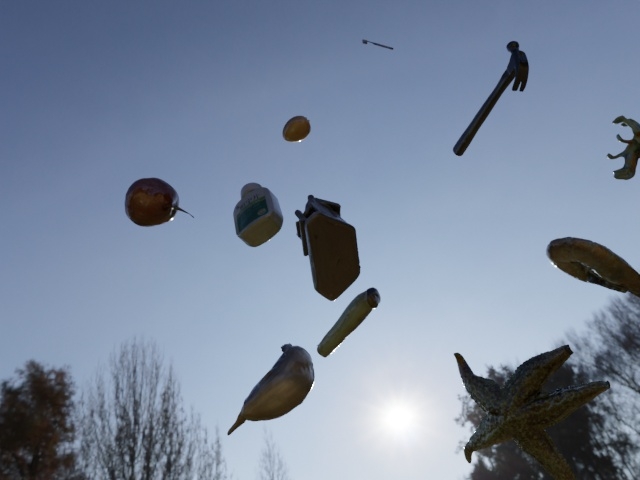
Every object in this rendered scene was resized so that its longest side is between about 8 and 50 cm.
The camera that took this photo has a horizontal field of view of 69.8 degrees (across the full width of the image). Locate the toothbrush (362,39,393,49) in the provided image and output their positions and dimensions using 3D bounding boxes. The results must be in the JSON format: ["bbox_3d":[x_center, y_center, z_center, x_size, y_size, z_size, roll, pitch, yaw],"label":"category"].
[{"bbox_3d":[0.129,-0.445,1.044,0.006,0.097,0.008,-35,-43,-23],"label":"toothbrush"}]

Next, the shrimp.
[{"bbox_3d":[0.768,0.086,1.261,0.317,0.077,0.168,33,-21,-3],"label":"shrimp"}]

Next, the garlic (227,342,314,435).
[{"bbox_3d":[-0.052,0.201,0.621,0.066,0.152,0.084,33,-54,12],"label":"garlic"}]

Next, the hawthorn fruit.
[{"bbox_3d":[-0.462,-0.114,1.294,0.188,0.149,0.149,-13,-39,24],"label":"hawthorn fruit"}]

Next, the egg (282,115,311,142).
[{"bbox_3d":[-0.079,-0.358,1.484,0.096,0.080,0.080,-29,-40,-15],"label":"egg"}]

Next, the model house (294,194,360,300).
[{"bbox_3d":[0.008,0.000,1.057,0.122,0.188,0.230,-17,-59,-10],"label":"model house"}]

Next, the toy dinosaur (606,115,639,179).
[{"bbox_3d":[0.569,-0.176,0.790,0.187,0.106,0.044,-22,-24,-8],"label":"toy dinosaur"}]

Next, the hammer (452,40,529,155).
[{"bbox_3d":[0.572,-0.452,1.584,0.044,0.169,0.440,4,-30,-11],"label":"hammer"}]

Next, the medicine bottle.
[{"bbox_3d":[-0.161,-0.073,1.157,0.119,0.183,0.069,-35,-53,12],"label":"medicine bottle"}]

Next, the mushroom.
[{"bbox_3d":[0.097,0.287,1.621,0.312,0.081,0.100,-50,-15,17],"label":"mushroom"}]

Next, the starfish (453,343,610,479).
[{"bbox_3d":[0.239,0.213,0.545,0.050,0.217,0.224,-14,-37,-43],"label":"starfish"}]
